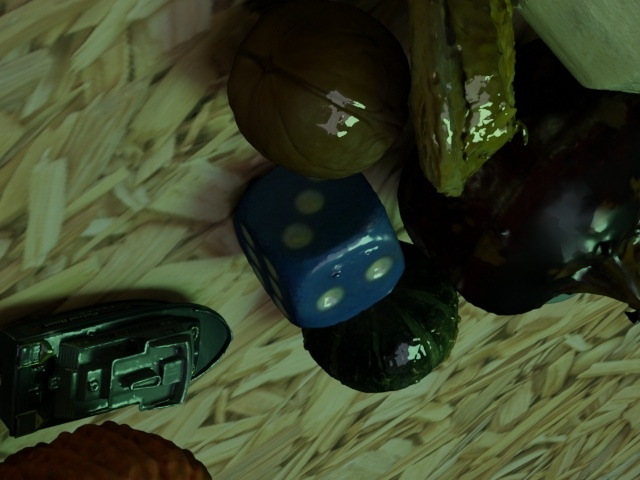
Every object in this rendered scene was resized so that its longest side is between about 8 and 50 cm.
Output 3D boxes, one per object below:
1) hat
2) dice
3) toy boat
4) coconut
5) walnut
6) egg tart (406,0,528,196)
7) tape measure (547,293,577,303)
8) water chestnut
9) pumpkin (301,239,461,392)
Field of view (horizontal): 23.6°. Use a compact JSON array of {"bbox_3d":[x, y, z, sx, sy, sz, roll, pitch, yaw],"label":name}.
[{"bbox_3d":[-0.270,0.308,1.623,0.285,0.400,0.285,-8,105,-34],"label":"hat"},{"bbox_3d":[0.000,0.000,1.647,0.146,0.146,0.143,-31,147,-10],"label":"dice"},{"bbox_3d":[-0.209,0.127,1.633,0.296,0.122,0.114,-10,116,-41],"label":"toy boat"},{"bbox_3d":[0.295,-0.285,1.490,0.237,0.237,0.266,-41,111,6],"label":"coconut"},{"bbox_3d":[0.002,-0.142,1.447,0.167,0.167,0.207,-48,156,17],"label":"walnut"},{"bbox_3d":[0.139,-0.169,1.449,0.107,0.290,0.290,-3,148,8],"label":"egg tart"},{"bbox_3d":[0.322,0.064,1.875,0.164,0.330,0.084,-26,145,-14],"label":"tape measure"},{"bbox_3d":[0.275,-0.047,1.685,0.335,0.347,0.335,-35,157,-17],"label":"water chestnut"},{"bbox_3d":[0.073,0.089,1.803,0.190,0.190,0.146,-40,151,6],"label":"pumpkin"}]
